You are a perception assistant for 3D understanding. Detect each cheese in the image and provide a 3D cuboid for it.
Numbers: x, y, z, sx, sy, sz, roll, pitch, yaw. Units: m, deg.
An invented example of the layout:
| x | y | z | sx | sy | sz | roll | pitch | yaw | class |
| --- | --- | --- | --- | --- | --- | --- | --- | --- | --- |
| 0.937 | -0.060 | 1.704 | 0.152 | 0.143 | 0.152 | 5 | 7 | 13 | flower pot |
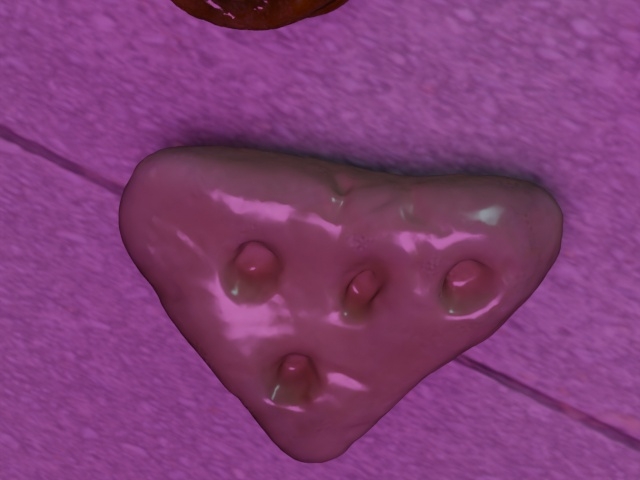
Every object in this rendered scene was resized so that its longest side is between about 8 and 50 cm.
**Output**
| x | y | z | sx | sy | sz | roll | pitch | yaw | class |
| --- | --- | --- | --- | --- | --- | --- | --- | --- | --- |
| 0.000 | 0.000 | 1.096 | 0.328 | 0.129 | 0.351 | 43 | 117 | -8 | cheese |

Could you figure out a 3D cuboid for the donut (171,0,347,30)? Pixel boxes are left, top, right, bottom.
| x | y | z | sx | sy | sz | roll | pitch | yaw | class |
| --- | --- | --- | --- | --- | --- | --- | --- | --- | --- |
| -0.031 | -0.283 | 0.980 | 0.208 | 0.128 | 0.261 | 41 | 118 | -7 | donut |
